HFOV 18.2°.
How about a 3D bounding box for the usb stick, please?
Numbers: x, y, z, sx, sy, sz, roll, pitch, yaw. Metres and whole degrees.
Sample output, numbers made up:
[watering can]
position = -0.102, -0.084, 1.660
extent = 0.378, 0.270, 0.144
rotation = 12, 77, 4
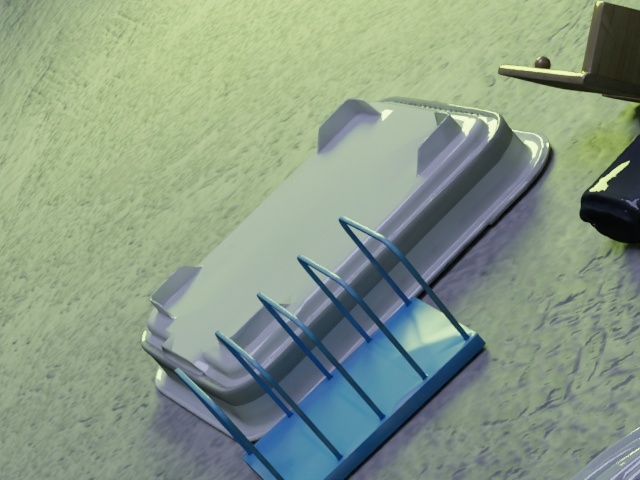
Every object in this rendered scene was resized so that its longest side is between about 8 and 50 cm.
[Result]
[usb stick]
position = 0.280, -0.103, 1.339
extent = 0.278, 0.045, 0.077
rotation = -46, 21, -15

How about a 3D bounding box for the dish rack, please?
[dish rack]
position = 0.000, 0.000, 1.575
extent = 0.333, 0.072, 0.285
rotation = -46, 22, -11

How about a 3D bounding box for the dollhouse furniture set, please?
[dollhouse furniture set]
position = 0.232, -0.175, 1.428
extent = 0.123, 0.144, 0.151
rotation = 17, 96, 66

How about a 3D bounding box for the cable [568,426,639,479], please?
[cable]
position = 0.181, 0.170, 0.908
extent = 0.257, 0.089, 0.257
rotation = -44, 21, -7

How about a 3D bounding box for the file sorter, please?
[file sorter]
position = 0.000, 0.080, 1.364
extent = 0.170, 0.104, 0.118
rotation = -43, 21, -7
